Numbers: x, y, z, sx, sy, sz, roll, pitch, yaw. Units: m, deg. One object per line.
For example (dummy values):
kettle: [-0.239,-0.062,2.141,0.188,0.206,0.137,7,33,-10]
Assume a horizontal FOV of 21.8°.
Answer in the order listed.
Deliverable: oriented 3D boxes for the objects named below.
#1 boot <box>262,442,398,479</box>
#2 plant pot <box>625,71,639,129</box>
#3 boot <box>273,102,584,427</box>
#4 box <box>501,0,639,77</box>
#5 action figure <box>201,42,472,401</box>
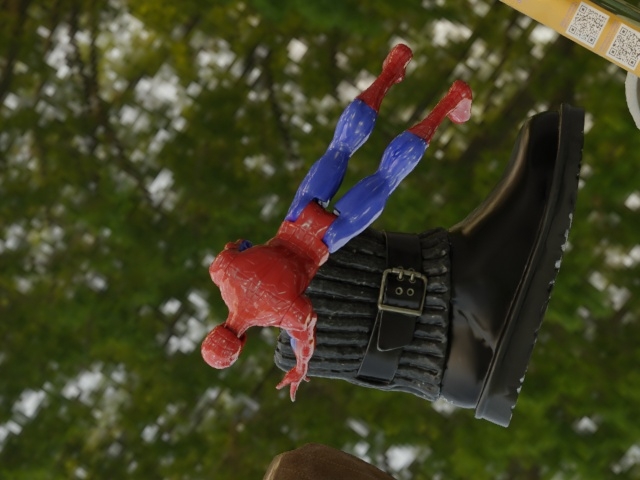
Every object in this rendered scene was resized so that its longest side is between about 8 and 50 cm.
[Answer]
boot: [0.081,0.248,1.268,0.305,0.112,0.115,30,-129,-25]
plant pot: [0.531,-0.240,1.761,0.334,0.334,0.305,32,-117,-12]
boot: [0.112,-0.002,1.671,0.260,0.348,0.131,18,174,7]
box: [0.153,-0.131,0.957,0.136,0.028,0.081,35,-160,21]
action figure: [0.000,0.000,1.212,0.091,0.139,0.280,33,-118,12]
